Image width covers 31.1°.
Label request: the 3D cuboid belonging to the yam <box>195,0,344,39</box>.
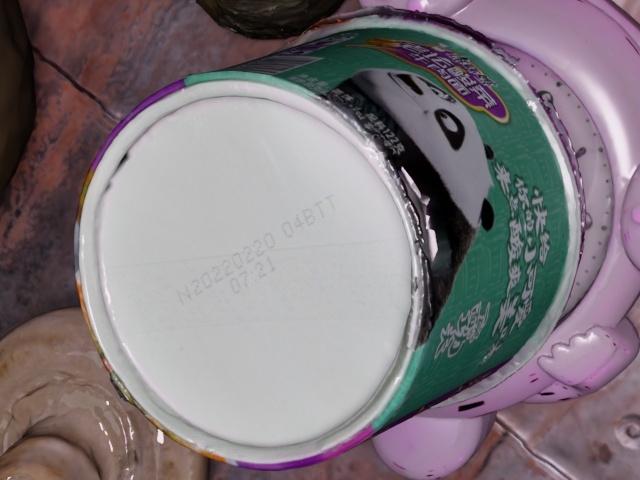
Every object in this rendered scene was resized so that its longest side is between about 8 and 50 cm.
[{"bbox_3d":[-0.043,-0.213,0.722,0.153,0.254,0.154,0,88,3],"label":"yam"}]

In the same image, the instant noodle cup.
[{"bbox_3d":[0.000,0.000,0.623,0.251,0.190,0.251,5,102,24],"label":"instant noodle cup"}]

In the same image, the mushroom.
[{"bbox_3d":[-0.185,0.164,0.853,0.206,0.209,0.206,19,131,23],"label":"mushroom"}]

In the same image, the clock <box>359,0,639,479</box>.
[{"bbox_3d":[0.089,-0.024,0.745,0.295,0.113,0.322,45,113,11],"label":"clock"}]

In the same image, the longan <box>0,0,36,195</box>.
[{"bbox_3d":[-0.393,-0.131,0.799,0.391,0.391,0.391,4,99,23],"label":"longan"}]
